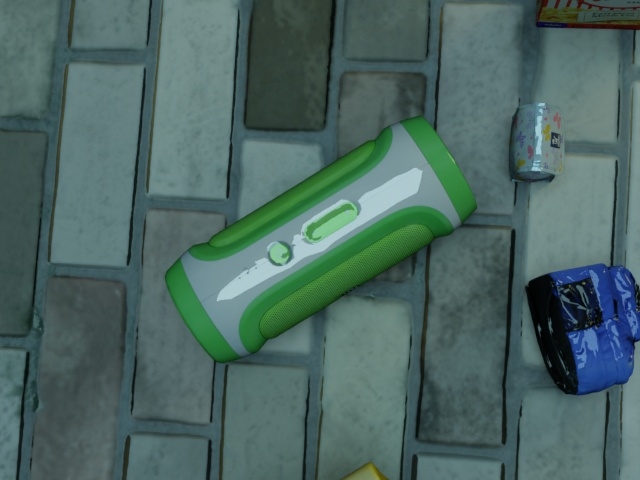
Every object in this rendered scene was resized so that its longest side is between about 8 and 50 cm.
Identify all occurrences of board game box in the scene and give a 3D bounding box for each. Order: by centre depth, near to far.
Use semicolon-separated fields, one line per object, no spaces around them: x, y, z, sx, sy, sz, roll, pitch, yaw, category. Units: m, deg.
0.287;-0.249;1.058;0.146;0.193;0.045;3;84;7;board game box

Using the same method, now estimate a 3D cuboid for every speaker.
0.000;0.000;1.095;0.296;0.131;0.131;-32;82;2;speaker

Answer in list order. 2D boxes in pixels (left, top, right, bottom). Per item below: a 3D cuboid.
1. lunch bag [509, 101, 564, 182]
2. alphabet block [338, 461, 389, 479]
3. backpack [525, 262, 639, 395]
0.215;-0.095;1.105;0.053;0.083;0.071;2;84;6;lunch bag
0.027;0.348;0.998;0.197;0.193;0.192;-31;57;3;alphabet block
0.262;0.086;1.075;0.101;0.098;0.120;-11;82;1;backpack
